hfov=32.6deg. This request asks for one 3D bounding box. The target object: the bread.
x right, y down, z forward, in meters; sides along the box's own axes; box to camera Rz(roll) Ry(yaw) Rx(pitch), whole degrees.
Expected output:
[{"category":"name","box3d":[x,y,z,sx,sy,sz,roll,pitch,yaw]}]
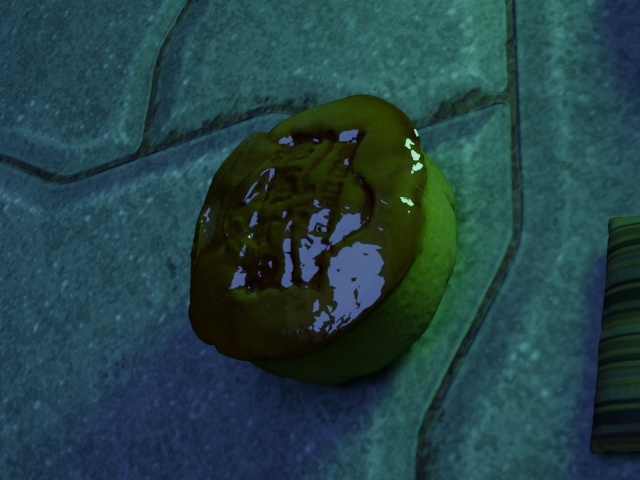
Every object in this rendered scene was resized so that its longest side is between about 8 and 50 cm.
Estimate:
[{"category":"bread","box3d":[0.000,0.000,0.997,0.270,0.148,0.270,-20,53,28]}]

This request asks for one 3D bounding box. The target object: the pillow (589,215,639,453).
[{"category":"pillow","box3d":[0.263,0.064,0.830,0.113,0.038,0.203,-9,57,38]}]
